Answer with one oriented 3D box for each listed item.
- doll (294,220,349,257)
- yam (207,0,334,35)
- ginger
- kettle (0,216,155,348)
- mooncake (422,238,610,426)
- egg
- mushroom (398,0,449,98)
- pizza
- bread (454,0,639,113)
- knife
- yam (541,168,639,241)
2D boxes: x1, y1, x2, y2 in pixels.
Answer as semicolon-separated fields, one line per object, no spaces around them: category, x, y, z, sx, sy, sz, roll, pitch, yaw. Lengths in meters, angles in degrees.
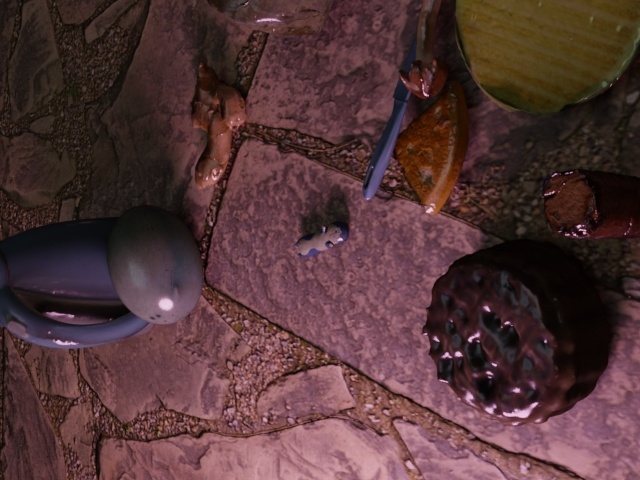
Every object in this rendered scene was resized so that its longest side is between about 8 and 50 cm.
doll;0.000;0.000;1.410;0.125;0.027;0.037;-25;81;46
yam;-0.043;-0.449;1.318;0.195;0.195;0.300;45;122;37
ginger;-0.196;-0.201;1.596;0.133;0.059;0.214;34;118;33
kettle;-0.486;0.097;1.719;0.319;0.342;0.247;38;118;39
mooncake;0.232;0.113;1.091;0.228;0.124;0.228;5;97;47
egg;-0.304;0.042;1.641;0.169;0.169;0.236;-41;64;41
mushroom;0.147;-0.282;1.184;0.060;0.061;0.187;13;101;34
pizza;0.151;-0.123;1.223;0.131;0.041;0.178;-2;83;52
bread;0.280;-0.294;1.074;0.301;0.045;0.301;4;95;50
knife;0.115;-0.205;1.250;0.044;0.019;0.313;36;108;59
yam;0.310;-0.039;0.983;0.079;0.141;0.079;0;91;49
